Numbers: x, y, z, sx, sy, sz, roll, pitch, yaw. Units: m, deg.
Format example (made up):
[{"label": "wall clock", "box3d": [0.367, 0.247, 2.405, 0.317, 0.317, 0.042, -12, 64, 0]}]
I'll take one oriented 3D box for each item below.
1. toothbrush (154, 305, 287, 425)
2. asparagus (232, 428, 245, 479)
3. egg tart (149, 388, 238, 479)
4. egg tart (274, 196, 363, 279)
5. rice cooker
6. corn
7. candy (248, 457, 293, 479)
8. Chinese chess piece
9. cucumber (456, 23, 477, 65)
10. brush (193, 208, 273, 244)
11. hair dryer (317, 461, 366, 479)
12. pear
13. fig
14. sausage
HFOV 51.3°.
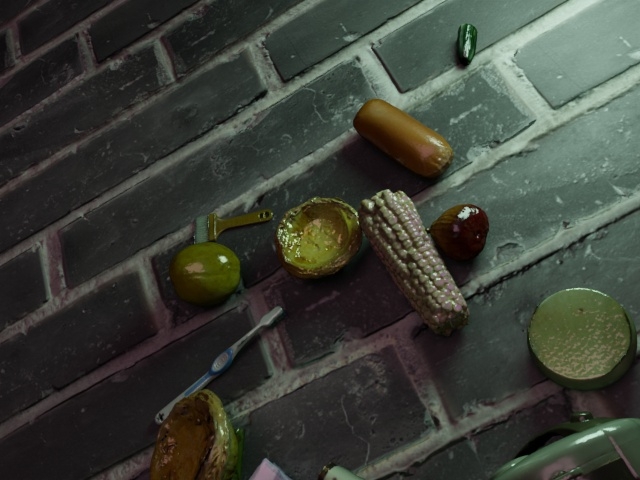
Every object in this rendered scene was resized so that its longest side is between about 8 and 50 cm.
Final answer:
[{"label": "toothbrush", "box3d": [-0.228, 0.279, 1.486, 0.386, 0.040, 0.040, -41, 57, 0]}, {"label": "asparagus", "box3d": [-0.182, 0.478, 1.367, 0.045, 0.041, 0.178, -7, 64, 21]}, {"label": "egg tart", "box3d": [-0.247, 0.445, 1.353, 0.291, 0.107, 0.290, -35, 42, 39]}, {"label": "egg tart", "box3d": [0.000, 0.000, 1.499, 0.213, 0.090, 0.212, -8, 65, 18]}, {"label": "rice cooker", "box3d": [0.411, 0.438, 0.984, 0.335, 0.335, 0.325, -32, 57, 5]}, {"label": "corn", "box3d": [0.189, 0.043, 1.376, 0.127, 0.126, 0.335, -29, 66, 7]}, {"label": "candy", "box3d": [-0.073, 0.507, 1.288, 0.160, 0.073, 0.092, 32, 76, 32]}, {"label": "Chinese chess piece", "box3d": [0.476, 0.180, 1.218, 0.189, 0.083, 0.188, -12, 60, 21]}, {"label": "cucumber", "box3d": [0.351, -0.468, 1.610, 0.048, 0.048, 0.105, 0, 68, 23]}, {"label": "brush", "box3d": [-0.219, -0.045, 1.660, 0.218, 0.010, 0.082, -12, 61, 16]}, {"label": "hair dryer", "box3d": [0.118, 0.478, 1.177, 0.362, 0.203, 0.128, 11, 69, 47]}, {"label": "pear", "box3d": [-0.265, 0.078, 1.542, 0.162, 0.148, 0.148, -6, 61, -5]}, {"label": "fig", "box3d": [0.283, -0.007, 1.394, 0.119, 0.153, 0.119, 9, 66, -20]}, {"label": "sausage", "box3d": [0.188, -0.235, 1.531, 0.105, 0.105, 0.274, -47, 57, -4]}]
